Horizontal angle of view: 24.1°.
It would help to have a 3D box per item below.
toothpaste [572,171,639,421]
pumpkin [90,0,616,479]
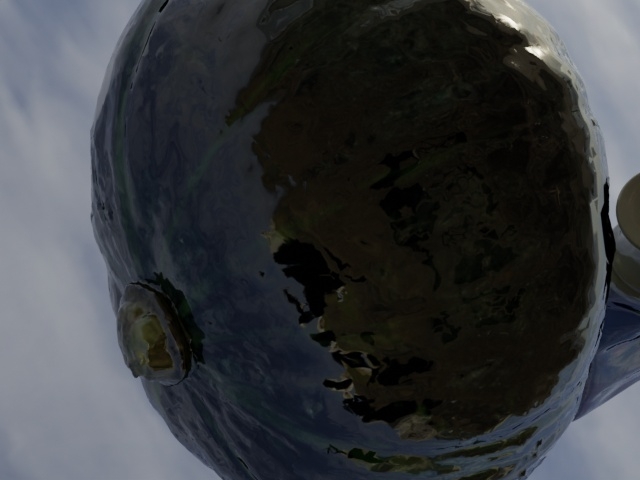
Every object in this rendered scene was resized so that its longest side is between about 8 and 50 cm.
[{"bbox_3d":[0.193,0.044,0.888,0.096,0.266,0.061,-29,-115,-9],"label":"toothpaste"},{"bbox_3d":[0.000,0.000,0.764,0.238,0.315,0.315,-22,-88,-31],"label":"pumpkin"}]
